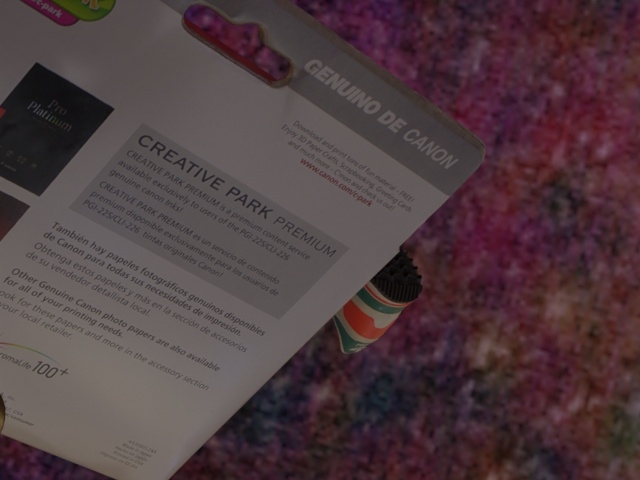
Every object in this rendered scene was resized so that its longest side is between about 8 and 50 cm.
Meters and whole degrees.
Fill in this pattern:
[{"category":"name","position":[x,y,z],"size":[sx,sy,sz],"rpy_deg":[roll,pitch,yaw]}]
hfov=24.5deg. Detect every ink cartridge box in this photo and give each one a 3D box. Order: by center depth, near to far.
[{"category":"ink cartridge box","position":[-0.122,-0.049,0.708],"size":[0.272,0.130,0.309],"rpy_deg":[-44,130,17]}]

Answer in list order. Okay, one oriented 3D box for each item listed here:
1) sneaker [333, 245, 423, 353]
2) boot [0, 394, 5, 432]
[{"category":"sneaker","position":[0.000,0.000,0.933],"size":[0.057,0.161,0.075],"rpy_deg":[1,135,-40]},{"category":"boot","position":[-0.214,-0.072,0.466],"size":[0.089,0.236,0.269],"rpy_deg":[-33,133,-31]}]
